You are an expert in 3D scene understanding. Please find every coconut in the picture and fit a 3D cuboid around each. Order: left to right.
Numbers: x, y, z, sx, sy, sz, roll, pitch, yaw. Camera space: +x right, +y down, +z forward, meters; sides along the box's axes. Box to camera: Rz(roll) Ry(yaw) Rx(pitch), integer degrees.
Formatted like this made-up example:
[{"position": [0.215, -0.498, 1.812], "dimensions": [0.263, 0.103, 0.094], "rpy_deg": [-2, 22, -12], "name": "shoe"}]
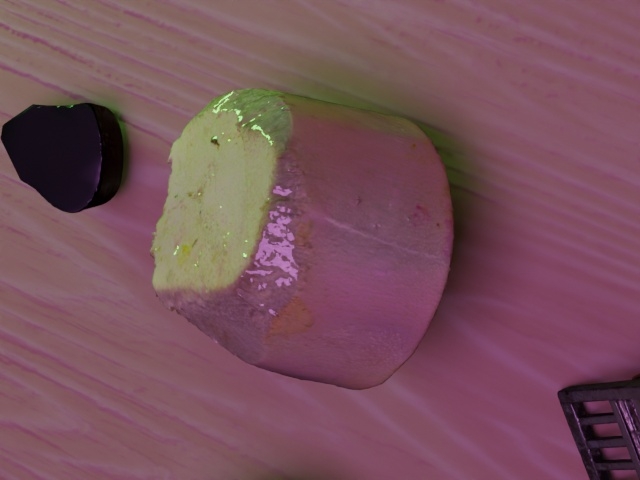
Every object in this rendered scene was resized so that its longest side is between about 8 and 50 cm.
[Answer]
[{"position": [0.000, 0.000, 1.954], "dimensions": [0.297, 0.309, 0.297], "rpy_deg": [-23, 60, 47], "name": "coconut"}]

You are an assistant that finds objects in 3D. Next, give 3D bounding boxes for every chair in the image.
[{"position": [0.384, 0.187, 1.922], "dimensions": [0.136, 0.147, 0.270], "rpy_deg": [69, 161, -1], "name": "chair"}]

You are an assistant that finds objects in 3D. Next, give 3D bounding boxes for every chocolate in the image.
[{"position": [-0.288, -0.111, 2.177], "dimensions": [0.149, 0.080, 0.125], "rpy_deg": [37, 104, 20], "name": "chocolate"}]
